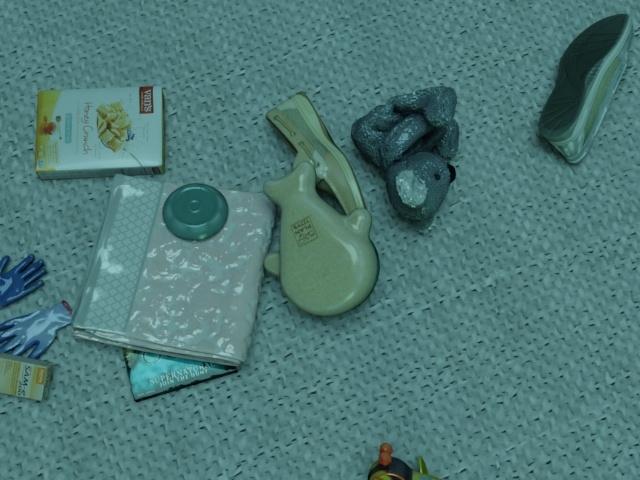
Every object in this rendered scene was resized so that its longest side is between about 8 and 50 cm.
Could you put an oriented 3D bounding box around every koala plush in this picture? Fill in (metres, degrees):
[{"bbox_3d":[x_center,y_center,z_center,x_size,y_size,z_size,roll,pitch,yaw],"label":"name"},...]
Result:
[{"bbox_3d":[0.166,-0.134,1.626,0.203,0.196,0.221,-10,71,8],"label":"koala plush"}]

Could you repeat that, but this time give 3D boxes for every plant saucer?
[{"bbox_3d":[-0.226,-0.058,1.609,0.119,0.021,0.119,1,61,-2],"label":"plant saucer"}]

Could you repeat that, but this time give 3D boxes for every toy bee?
[{"bbox_3d":[0.135,0.411,1.420,0.298,0.195,0.162,-2,111,-15],"label":"toy bee"}]

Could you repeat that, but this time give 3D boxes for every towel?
[{"bbox_3d":[-0.257,0.043,1.600,0.316,0.053,0.332,9,65,2],"label":"towel"}]

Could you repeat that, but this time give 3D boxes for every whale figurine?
[{"bbox_3d":[0.000,0.000,1.580,0.216,0.141,0.272,-29,79,17],"label":"whale figurine"}]

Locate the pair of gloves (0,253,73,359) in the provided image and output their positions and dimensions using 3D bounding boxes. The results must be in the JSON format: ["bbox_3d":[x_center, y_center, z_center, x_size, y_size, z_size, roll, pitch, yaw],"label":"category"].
[{"bbox_3d":[-0.541,0.121,1.603,0.159,0.023,0.198,-34,76,-13],"label":"pair of gloves"}]

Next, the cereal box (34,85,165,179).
[{"bbox_3d":[-0.419,-0.207,1.705,0.240,0.047,0.173,-4,71,-2],"label":"cereal box"}]

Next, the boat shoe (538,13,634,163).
[{"bbox_3d":[0.527,-0.301,1.731,0.118,0.103,0.321,3,58,48],"label":"boat shoe"}]

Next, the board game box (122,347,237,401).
[{"bbox_3d":[-0.252,0.199,1.578,0.186,0.026,0.126,-16,72,-7],"label":"board game box"}]

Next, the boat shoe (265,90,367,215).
[{"bbox_3d":[-0.005,-0.138,1.661,0.098,0.109,0.302,-28,70,-2],"label":"boat shoe"}]

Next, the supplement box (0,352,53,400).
[{"bbox_3d":[-0.520,0.236,1.545,0.098,0.036,0.062,10,95,3],"label":"supplement box"}]
